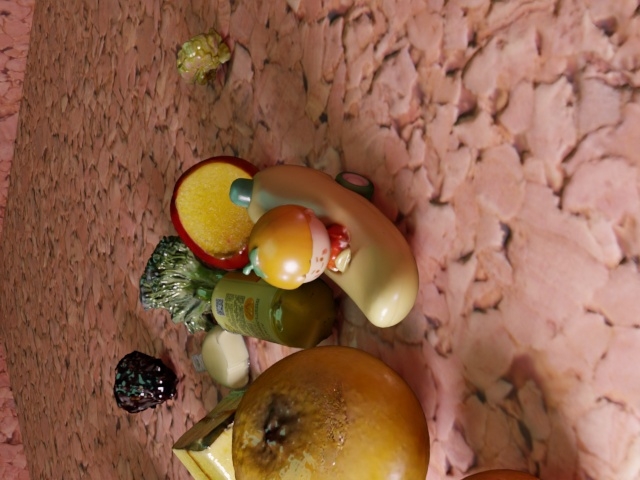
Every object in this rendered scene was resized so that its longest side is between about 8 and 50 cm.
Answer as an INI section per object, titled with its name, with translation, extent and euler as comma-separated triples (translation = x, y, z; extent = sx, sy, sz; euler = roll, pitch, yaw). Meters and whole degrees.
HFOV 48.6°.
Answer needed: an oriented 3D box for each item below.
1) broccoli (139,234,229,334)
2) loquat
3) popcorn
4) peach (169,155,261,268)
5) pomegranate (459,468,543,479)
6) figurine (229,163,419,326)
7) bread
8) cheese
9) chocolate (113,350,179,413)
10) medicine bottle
[broccoli]
translation = -0.232, 0.110, 1.371
extent = 0.275, 0.177, 0.198
euler = 29, 118, 33
[loquat]
translation = 0.013, 0.268, 0.912
extent = 0.263, 0.263, 0.263
euler = 5, 96, 56
[popcorn]
translation = -0.231, -0.356, 1.374
extent = 0.089, 0.109, 0.097
euler = 55, -178, -4
[peach]
translation = -0.163, -0.047, 1.208
extent = 0.192, 0.190, 0.190
euler = -119, 38, -63
[pomegranate]
translation = 0.187, 0.332, 0.722
extent = 0.191, 0.191, 0.191
euler = 5, 96, 56
[figurine]
translation = 0.000, 0.000, 0.939
extent = 0.324, 0.222, 0.124
euler = 48, 127, 44
[bread]
translation = -0.124, 0.422, 1.310
extent = 0.264, 0.163, 0.168
euler = 55, 144, -9
[cheese]
translation = -0.208, 0.238, 1.409
extent = 0.255, 0.050, 0.127
euler = -29, 82, 60
[chocolate]
translation = -0.383, 0.332, 1.636
extent = 0.133, 0.156, 0.156
euler = -1, 91, 28
[medicine bottle]
translation = -0.074, 0.107, 1.148
extent = 0.239, 0.124, 0.124
euler = -1, 92, 54
